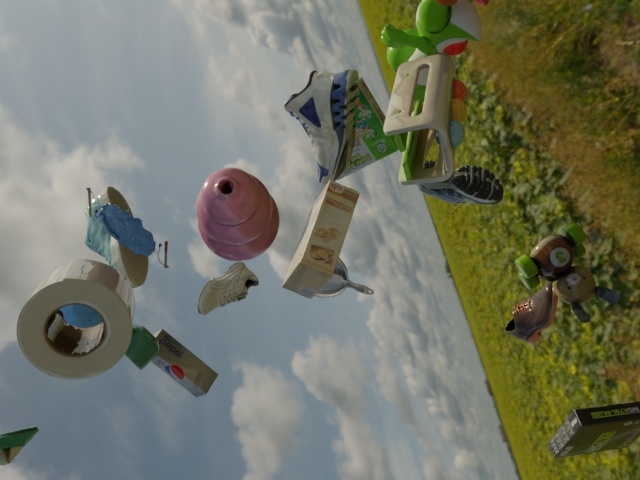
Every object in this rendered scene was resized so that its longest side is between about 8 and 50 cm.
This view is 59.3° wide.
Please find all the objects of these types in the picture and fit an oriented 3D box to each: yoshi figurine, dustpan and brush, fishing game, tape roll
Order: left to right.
[{"bbox_3d":[-0.571,0.183,1.339,0.246,0.246,0.169,67,171,-18],"label":"tape roll"},{"bbox_3d":[-0.505,-0.030,1.493,0.041,0.264,0.189,-54,-7,-35],"label":"fishing game"},{"bbox_3d":[0.052,0.107,1.562,0.060,0.211,0.148,-42,-34,-69],"label":"dustpan and brush"},{"bbox_3d":[0.232,-0.477,1.261,0.362,0.203,0.203,99,174,-58],"label":"yoshi figurine"}]

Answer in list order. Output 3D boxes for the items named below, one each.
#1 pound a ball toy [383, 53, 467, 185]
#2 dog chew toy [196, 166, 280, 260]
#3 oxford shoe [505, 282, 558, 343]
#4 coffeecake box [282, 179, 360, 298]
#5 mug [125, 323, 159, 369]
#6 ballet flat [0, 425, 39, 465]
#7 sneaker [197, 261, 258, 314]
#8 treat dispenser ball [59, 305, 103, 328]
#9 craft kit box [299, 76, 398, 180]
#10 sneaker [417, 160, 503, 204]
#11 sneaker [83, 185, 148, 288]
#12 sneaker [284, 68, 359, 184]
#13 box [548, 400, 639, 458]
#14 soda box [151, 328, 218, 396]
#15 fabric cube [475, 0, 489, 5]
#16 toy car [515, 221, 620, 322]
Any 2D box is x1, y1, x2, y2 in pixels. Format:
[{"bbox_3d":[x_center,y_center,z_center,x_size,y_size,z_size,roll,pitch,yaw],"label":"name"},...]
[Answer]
[{"bbox_3d":[0.235,-0.229,1.137,0.319,0.135,0.208,-71,-33,-45],"label":"pound a ball toy"},{"bbox_3d":[-0.202,-0.070,1.333,0.332,0.206,0.207,98,155,-76],"label":"dog chew toy"},{"bbox_3d":[0.623,0.214,1.661,0.272,0.098,0.097,96,-169,-47],"label":"oxford shoe"},{"bbox_3d":[0.000,0.000,1.086,0.142,0.068,0.186,127,165,-62],"label":"coffeecake box"},{"bbox_3d":[-0.559,0.316,1.723,0.129,0.097,0.158,43,159,4],"label":"mug"},{"bbox_3d":[-0.827,0.532,1.426,0.247,0.083,0.087,19,-126,-64],"label":"ballet flat"},{"bbox_3d":[-0.367,0.199,2.240,0.297,0.129,0.111,-42,-29,-36],"label":"sneaker"},{"bbox_3d":[-0.783,0.260,1.904,0.288,0.287,0.289,-19,-90,-79],"label":"treat dispenser ball"},{"bbox_3d":[0.090,-0.346,1.785,0.247,0.249,0.061,53,-142,-18],"label":"craft kit box"},{"bbox_3d":[0.429,-0.166,1.746,0.110,0.282,0.122,-58,-29,-20],"label":"sneaker"},{"bbox_3d":[-0.639,0.014,1.727,0.135,0.150,0.366,38,-157,-55],"label":"sneaker"},{"bbox_3d":[-0.002,-0.326,1.543,0.127,0.182,0.316,-48,-31,-53],"label":"sneaker"},{"bbox_3d":[0.629,0.424,1.259,0.191,0.184,0.045,91,169,-49],"label":"box"},{"bbox_3d":[-0.531,0.465,2.120,0.286,0.091,0.098,44,-132,-15],"label":"soda box"},{"bbox_3d":[0.203,-0.582,0.884,0.259,0.258,0.254,42,-160,28],"label":"fabric cube"},{"bbox_3d":[0.557,0.086,1.248,0.188,0.155,0.149,58,-174,34],"label":"toy car"}]
